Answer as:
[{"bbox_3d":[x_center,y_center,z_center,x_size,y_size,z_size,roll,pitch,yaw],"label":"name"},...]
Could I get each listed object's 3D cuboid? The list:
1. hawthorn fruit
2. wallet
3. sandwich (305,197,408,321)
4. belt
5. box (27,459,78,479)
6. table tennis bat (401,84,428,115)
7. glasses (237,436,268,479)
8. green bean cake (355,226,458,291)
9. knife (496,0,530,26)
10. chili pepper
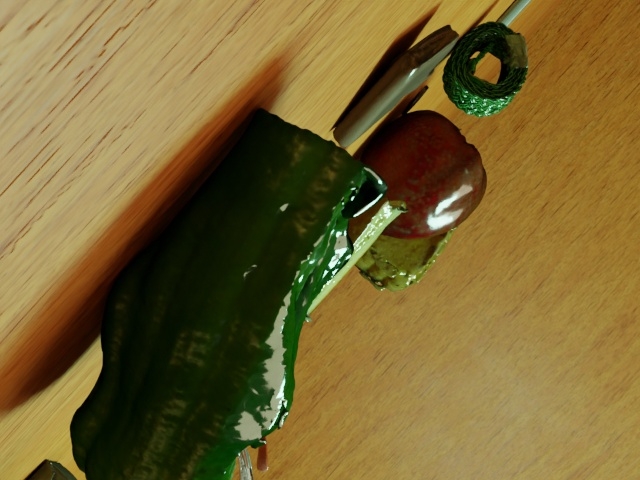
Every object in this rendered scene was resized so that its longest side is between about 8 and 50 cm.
[{"bbox_3d":[0.139,-0.091,1.445,0.248,0.208,0.208,-33,176,-2],"label":"hawthorn fruit"},{"bbox_3d":[0.081,-0.171,0.983,0.118,0.039,0.152,-41,177,-44],"label":"wallet"},{"bbox_3d":[0.000,0.000,1.256,0.235,0.128,0.122,-49,173,17],"label":"sandwich"},{"bbox_3d":[0.257,-0.265,1.399,0.079,0.121,0.151,112,2,-71],"label":"belt"},{"bbox_3d":[-0.380,0.423,1.168,0.231,0.149,0.155,-46,178,-19],"label":"box"},{"bbox_3d":[0.161,-0.235,1.502,0.050,0.007,0.083,-45,178,-28],"label":"table tennis bat"},{"bbox_3d":[-0.119,0.233,1.359,0.118,0.268,0.234,-29,179,2],"label":"glasses"},{"bbox_3d":[0.142,-0.033,1.832,0.224,0.230,0.131,-50,179,-21],"label":"green bean cake"},{"bbox_3d":[0.378,-0.445,1.649,0.162,0.023,0.044,-48,175,14],"label":"knife"},{"bbox_3d":[-0.085,0.067,0.717,0.385,0.167,0.213,-61,-172,19],"label":"chili pepper"}]
